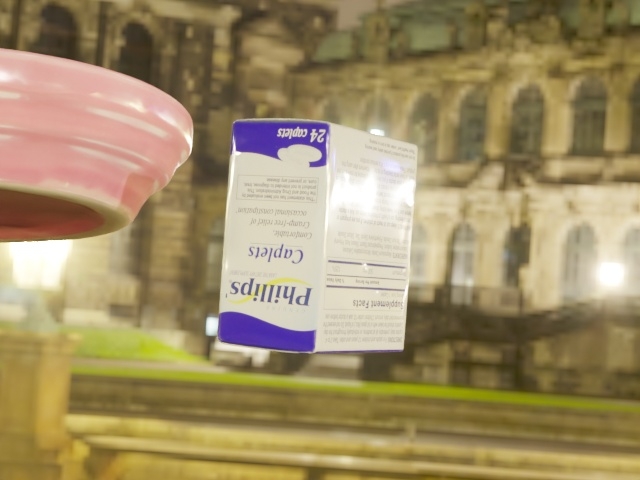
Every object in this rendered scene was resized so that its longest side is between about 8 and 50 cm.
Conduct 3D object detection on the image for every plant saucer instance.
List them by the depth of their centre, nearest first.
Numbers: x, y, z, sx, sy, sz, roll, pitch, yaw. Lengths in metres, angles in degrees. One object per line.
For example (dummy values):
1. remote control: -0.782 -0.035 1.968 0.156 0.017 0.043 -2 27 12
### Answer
1. plant saucer: -0.260 -0.058 1.114 0.332 0.084 0.332 0 -10 0

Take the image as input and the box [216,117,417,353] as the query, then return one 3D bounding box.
1. box: 0.000 0.000 0.951 0.072 0.137 0.126 3 -2 28
